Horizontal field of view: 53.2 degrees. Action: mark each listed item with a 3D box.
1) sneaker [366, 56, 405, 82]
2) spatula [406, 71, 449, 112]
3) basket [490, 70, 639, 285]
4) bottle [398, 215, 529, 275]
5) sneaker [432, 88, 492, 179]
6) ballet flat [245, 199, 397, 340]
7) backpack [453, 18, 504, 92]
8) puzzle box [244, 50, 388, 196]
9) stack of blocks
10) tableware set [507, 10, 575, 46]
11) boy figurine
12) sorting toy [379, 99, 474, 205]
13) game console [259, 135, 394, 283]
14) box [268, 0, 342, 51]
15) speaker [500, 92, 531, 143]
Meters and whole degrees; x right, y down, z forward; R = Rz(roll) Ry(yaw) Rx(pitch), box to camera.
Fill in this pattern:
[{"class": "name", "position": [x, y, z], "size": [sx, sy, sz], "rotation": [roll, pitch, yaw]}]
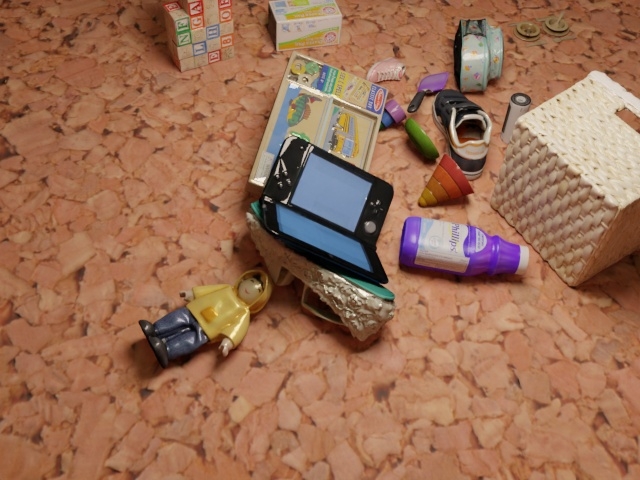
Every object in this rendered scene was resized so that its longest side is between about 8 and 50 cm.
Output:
[{"class": "sneaker", "position": [0.195, -0.485, 1.847], "size": [0.070, 0.051, 0.134], "rotation": [34, 53, 26]}, {"class": "spatula", "position": [0.285, -0.406, 1.758], "size": [0.084, 0.030, 0.296], "rotation": [-4, 26, 27]}, {"class": "basket", "position": [0.601, -0.132, 1.448], "size": [0.266, 0.331, 0.328], "rotation": [-28, 60, -17]}, {"class": "bottle", "position": [0.323, 0.022, 1.447], "size": [0.282, 0.092, 0.118], "rotation": [11, 52, 3]}, {"class": "sneaker", "position": [0.380, -0.318, 1.691], "size": [0.126, 0.127, 0.321], "rotation": [-4, 52, -5]}, {"class": "ballet flat", "position": [-0.028, 0.070, 1.361], "size": [0.409, 0.147, 0.147], "rotation": [36, 58, 22]}, {"class": "backpack", "position": [0.447, -0.518, 1.820], "size": [0.144, 0.166, 0.188], "rotation": [8, 55, 14]}, {"class": "puzzle box", "position": [0.001, -0.252, 1.563], "size": [0.272, 0.052, 0.409], "rotation": [20, 64, -11]}, {"class": "stack of blocks", "position": [-0.337, -0.629, 1.760], "size": [0.171, 0.297, 0.087], "rotation": [-23, 58, -21]}, {"class": "tableware set", "position": [0.712, -0.685, 2.046], "size": [0.194, 0.039, 0.128], "rotation": [-14, 55, -15]}, {"class": "boy figurine", "position": [-0.214, 0.156, 1.307], "size": [0.285, 0.092, 0.177], "rotation": [-25, 56, -18]}, {"class": "sorting toy", "position": [0.235, -0.213, 1.635], "size": [0.126, 0.127, 0.366], "rotation": [-38, 57, 5]}, {"class": "game console", "position": [0.033, -0.071, 1.368], "size": [0.293, 0.173, 0.250], "rotation": [25, 79, -19]}, {"class": "box", "position": [-0.047, -0.655, 1.923], "size": [0.203, 0.103, 0.114], "rotation": [-11, 54, -12]}, {"class": "speaker", "position": [0.517, -0.322, 1.696], "size": [0.055, 0.136, 0.055], "rotation": [-1, 52, 1]}]
